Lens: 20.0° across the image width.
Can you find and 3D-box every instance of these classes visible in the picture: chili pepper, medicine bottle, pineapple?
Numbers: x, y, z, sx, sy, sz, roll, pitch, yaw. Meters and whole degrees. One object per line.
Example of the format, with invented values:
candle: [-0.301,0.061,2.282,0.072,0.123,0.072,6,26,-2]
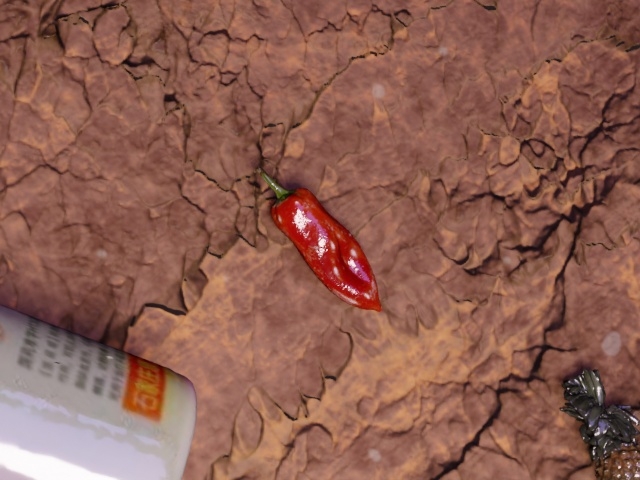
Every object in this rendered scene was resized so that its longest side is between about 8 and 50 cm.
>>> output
chili pepper: [0.000,0.000,1.800,0.191,0.050,0.059,49,46,-8]
medicine bottle: [-0.317,0.152,1.533,0.388,0.219,0.219,21,66,-12]
pineapple: [0.294,0.205,1.832,0.074,0.074,0.159,-20,74,-25]
